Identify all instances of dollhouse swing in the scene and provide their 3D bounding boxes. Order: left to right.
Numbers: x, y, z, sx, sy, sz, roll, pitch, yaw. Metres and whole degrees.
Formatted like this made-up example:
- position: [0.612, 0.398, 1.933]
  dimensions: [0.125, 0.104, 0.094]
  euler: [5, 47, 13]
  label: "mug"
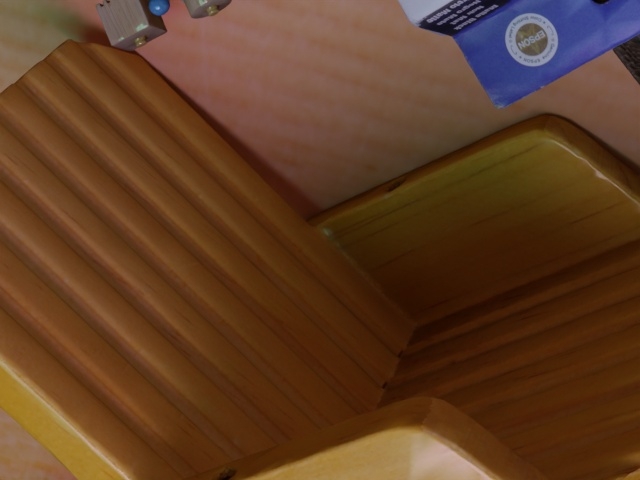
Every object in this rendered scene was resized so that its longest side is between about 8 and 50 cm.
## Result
- position: [0.000, 0.000, 0.901]
  dimensions: [0.315, 0.347, 0.305]
  euler: [-24, 106, 29]
  label: "dollhouse swing"

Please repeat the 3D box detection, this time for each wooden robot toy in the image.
- position: [-0.062, -0.182, 0.963]
  dimensions: [0.173, 0.076, 0.079]
  euler: [-31, 79, 32]
  label: "wooden robot toy"

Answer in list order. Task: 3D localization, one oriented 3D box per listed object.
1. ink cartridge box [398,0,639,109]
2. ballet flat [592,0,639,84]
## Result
- position: [0.115, -0.204, 0.844]
  dimensions: [0.223, 0.045, 0.224]
  euler: [-29, 93, 31]
  label: "ink cartridge box"
- position: [0.217, -0.091, 0.953]
  dimensions: [0.084, 0.058, 0.250]
  euler: [-45, 116, -1]
  label: "ballet flat"
